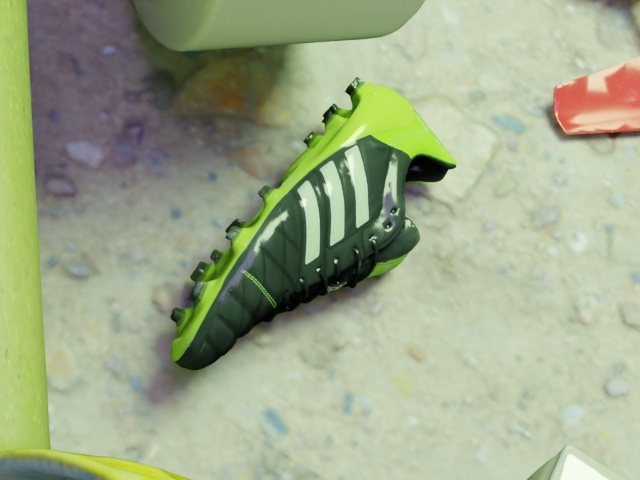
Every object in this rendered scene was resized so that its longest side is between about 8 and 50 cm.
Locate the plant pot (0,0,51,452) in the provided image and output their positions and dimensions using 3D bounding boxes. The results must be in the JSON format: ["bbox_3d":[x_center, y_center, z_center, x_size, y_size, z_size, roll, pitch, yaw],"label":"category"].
[{"bbox_3d":[-0.212,-0.019,0.664,0.276,0.276,0.254,-9,78,-19],"label":"plant pot"}]

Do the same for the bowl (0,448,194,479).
[{"bbox_3d":[-0.035,0.211,0.586,0.156,0.289,0.289,4,61,-42],"label":"bowl"}]

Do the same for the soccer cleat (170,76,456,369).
[{"bbox_3d":[0.000,0.000,0.811,0.072,0.060,0.179,41,59,-3],"label":"soccer cleat"}]

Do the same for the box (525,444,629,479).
[{"bbox_3d":[0.182,0.231,0.710,0.311,0.121,0.148,32,61,1],"label":"box"}]

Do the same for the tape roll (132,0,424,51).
[{"bbox_3d":[-0.029,-0.225,0.783,0.100,0.286,0.286,-6,66,-19],"label":"tape roll"}]

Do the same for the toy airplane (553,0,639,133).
[{"bbox_3d":[0.182,-0.104,0.928,0.151,0.028,0.151,7,63,-14],"label":"toy airplane"}]
